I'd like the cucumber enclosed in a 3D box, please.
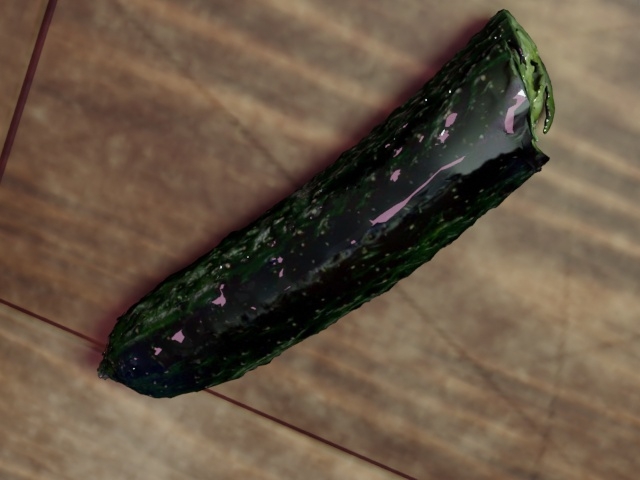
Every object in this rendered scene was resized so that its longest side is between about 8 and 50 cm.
[{"bbox_3d":[0.002,0.002,0.542,0.245,0.067,0.067,-38,97,19],"label":"cucumber"}]
